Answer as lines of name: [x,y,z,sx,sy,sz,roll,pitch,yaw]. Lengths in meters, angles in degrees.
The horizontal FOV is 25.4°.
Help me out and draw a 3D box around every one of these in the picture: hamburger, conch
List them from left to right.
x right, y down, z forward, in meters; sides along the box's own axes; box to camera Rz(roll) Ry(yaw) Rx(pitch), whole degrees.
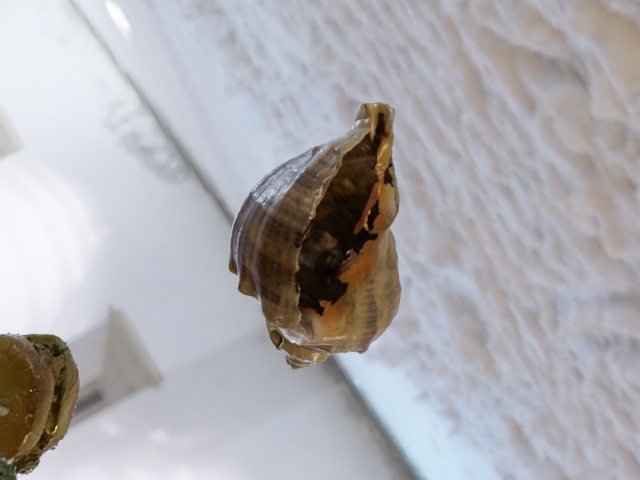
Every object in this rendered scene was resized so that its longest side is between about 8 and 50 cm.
hamburger: [-0.452,0.244,2.140,0.189,0.215,0.122,2,172,36]
conch: [-0.013,-0.001,1.408,0.159,0.210,0.291,19,111,37]

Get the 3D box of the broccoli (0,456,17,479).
broccoli: [-0.555,0.388,1.719,0.310,0.413,0.321,51,-143,-18]
